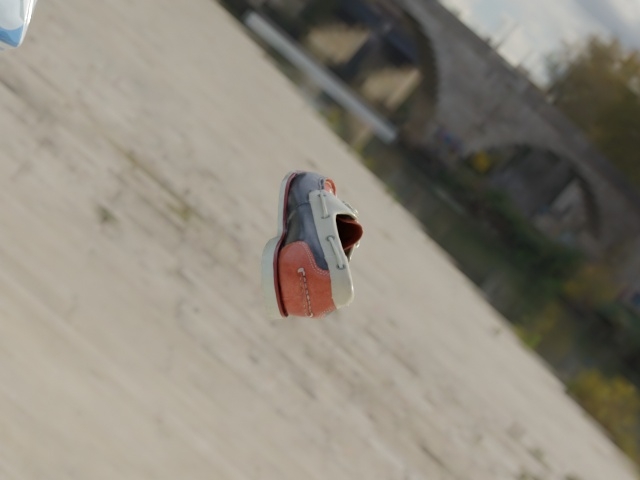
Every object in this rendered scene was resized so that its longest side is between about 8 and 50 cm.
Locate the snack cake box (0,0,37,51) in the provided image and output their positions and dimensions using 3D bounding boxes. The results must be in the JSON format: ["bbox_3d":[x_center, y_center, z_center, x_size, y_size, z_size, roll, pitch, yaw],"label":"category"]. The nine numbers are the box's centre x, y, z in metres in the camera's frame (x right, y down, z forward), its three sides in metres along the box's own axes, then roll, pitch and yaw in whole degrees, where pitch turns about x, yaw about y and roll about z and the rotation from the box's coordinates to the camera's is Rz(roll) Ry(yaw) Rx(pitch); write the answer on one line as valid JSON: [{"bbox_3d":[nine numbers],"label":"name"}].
[{"bbox_3d":[-0.230,-0.130,0.725,0.152,0.089,0.264,25,-15,-35],"label":"snack cake box"}]

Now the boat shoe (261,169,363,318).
[{"bbox_3d":[0.000,0.000,0.908,0.137,0.043,0.049,-76,155,-67],"label":"boat shoe"}]
